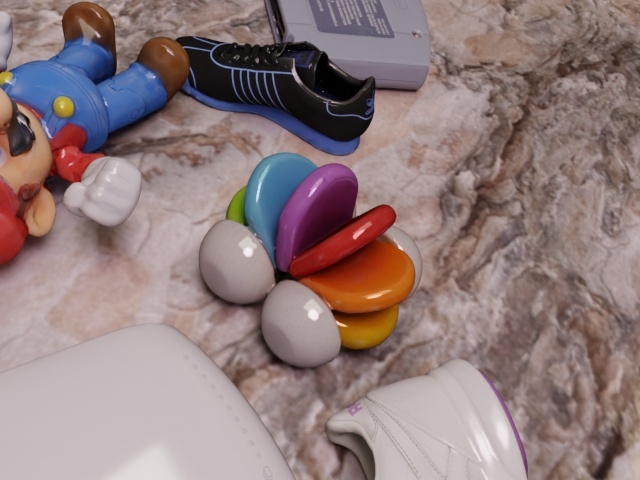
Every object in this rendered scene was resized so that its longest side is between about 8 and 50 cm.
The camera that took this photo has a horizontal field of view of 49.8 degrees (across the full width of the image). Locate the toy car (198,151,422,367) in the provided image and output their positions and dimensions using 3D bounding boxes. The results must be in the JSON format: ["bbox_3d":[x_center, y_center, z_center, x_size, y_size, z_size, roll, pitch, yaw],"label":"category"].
[{"bbox_3d":[0.000,0.000,0.569,0.182,0.136,0.159,43,53,17],"label":"toy car"}]

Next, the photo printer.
[{"bbox_3d":[-0.153,0.194,0.387,0.307,0.107,0.256,-19,60,-29],"label":"photo printer"}]

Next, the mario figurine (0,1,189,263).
[{"bbox_3d":[-0.225,-0.112,0.561,0.197,0.170,0.321,-4,36,24],"label":"mario figurine"}]

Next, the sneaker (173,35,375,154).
[{"bbox_3d":[-0.051,-0.175,0.721,0.232,0.090,0.081,22,50,0],"label":"sneaker"}]

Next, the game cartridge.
[{"bbox_3d":[0.029,-0.302,0.873,0.195,0.060,0.294,-3,54,-15],"label":"game cartridge"}]

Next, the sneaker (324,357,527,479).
[{"bbox_3d":[0.091,0.232,0.451,0.152,0.114,0.305,-13,52,-9],"label":"sneaker"}]
